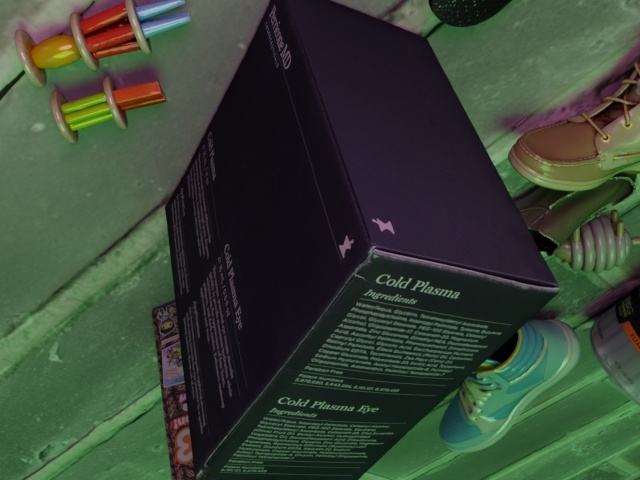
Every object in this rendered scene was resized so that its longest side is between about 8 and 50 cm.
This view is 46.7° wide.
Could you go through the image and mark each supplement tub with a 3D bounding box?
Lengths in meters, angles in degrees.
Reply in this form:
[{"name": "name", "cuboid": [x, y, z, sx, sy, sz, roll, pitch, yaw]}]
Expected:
[{"name": "supplement tub", "cuboid": [0.614, 0.122, 1.195, 0.193, 0.194, 0.316, 16, 129, -35]}]

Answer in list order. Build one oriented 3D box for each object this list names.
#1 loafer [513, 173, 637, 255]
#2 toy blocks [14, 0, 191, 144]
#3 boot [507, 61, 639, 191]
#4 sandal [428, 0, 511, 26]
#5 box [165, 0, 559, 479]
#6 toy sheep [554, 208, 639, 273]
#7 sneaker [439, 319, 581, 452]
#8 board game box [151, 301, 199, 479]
[{"name": "loafer", "cuboid": [0.312, -0.022, 0.994, 0.251, 0.087, 0.094, -30, 139, 14]}, {"name": "toy blocks", "cuboid": [-0.181, -0.158, 0.677, 0.148, 0.054, 0.123, -17, 140, -1]}, {"name": "boot", "cuboid": [0.352, -0.161, 0.836, 0.261, 0.095, 0.203, -9, 142, -20]}, {"name": "sandal", "cuboid": [0.177, -0.264, 0.707, 0.179, 0.040, 0.067, -32, 146, -5]}, {"name": "box", "cuboid": [0.000, 0.000, 0.701, 0.179, 0.343, 0.312, 11, 134, -28]}, {"name": "toy sheep", "cuboid": [0.397, 0.004, 1.061, 0.132, 0.091, 0.091, -3, 142, 12]}, {"name": "sneaker", "cuboid": [0.264, 0.237, 1.256, 0.208, 0.127, 0.319, 17, 120, -38]}, {"name": "board game box", "cuboid": [-0.096, 0.238, 0.985, 0.141, 0.291, 0.232, -22, 141, 5]}]
